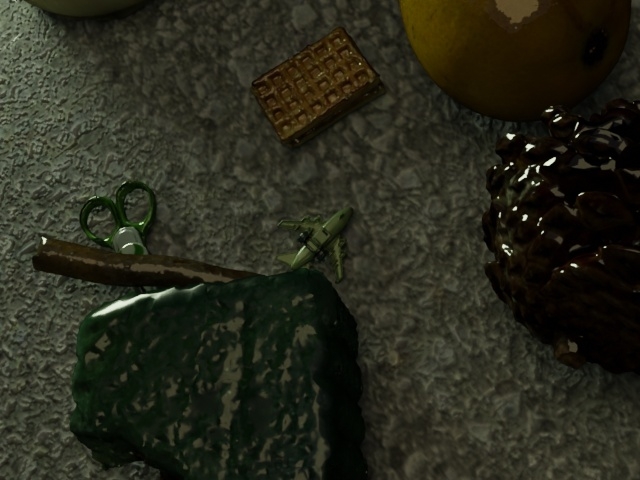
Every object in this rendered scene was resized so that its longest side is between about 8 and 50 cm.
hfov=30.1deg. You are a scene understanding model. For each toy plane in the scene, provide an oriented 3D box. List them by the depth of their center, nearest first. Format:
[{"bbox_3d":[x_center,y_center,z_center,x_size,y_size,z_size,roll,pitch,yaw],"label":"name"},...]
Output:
[{"bbox_3d":[0.000,0.000,1.421,0.102,0.040,0.111,44,86,6],"label":"toy plane"}]

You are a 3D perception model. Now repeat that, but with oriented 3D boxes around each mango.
[{"bbox_3d":[0.209,-0.307,1.393,0.263,0.221,0.378,-31,56,4],"label":"mango"}]

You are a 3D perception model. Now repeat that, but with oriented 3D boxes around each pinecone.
[{"bbox_3d":[0.295,-0.004,1.219,0.242,0.298,0.296,4,73,-14],"label":"pinecone"}]

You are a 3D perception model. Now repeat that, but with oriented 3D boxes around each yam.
[{"bbox_3d":[-0.186,0.042,1.426,0.326,0.045,0.045,9,34,9],"label":"yam"}]

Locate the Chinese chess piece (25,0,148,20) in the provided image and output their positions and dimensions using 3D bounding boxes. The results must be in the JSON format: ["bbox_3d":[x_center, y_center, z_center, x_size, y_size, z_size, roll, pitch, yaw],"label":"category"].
[{"bbox_3d":[-0.318,-0.469,1.637,0.338,0.140,0.338,-5,68,12],"label":"Chinese chess piece"}]

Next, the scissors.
[{"bbox_3d":[-0.230,0.023,1.479,0.101,0.027,0.204,-26,66,5],"label":"scissors"}]

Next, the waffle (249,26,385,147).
[{"bbox_3d":[-0.005,-0.191,1.495,0.148,0.042,0.102,-33,66,1],"label":"waffle"}]

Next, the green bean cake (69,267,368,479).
[{"bbox_3d":[-0.107,0.203,1.300,0.307,0.169,0.300,-7,66,13],"label":"green bean cake"}]
